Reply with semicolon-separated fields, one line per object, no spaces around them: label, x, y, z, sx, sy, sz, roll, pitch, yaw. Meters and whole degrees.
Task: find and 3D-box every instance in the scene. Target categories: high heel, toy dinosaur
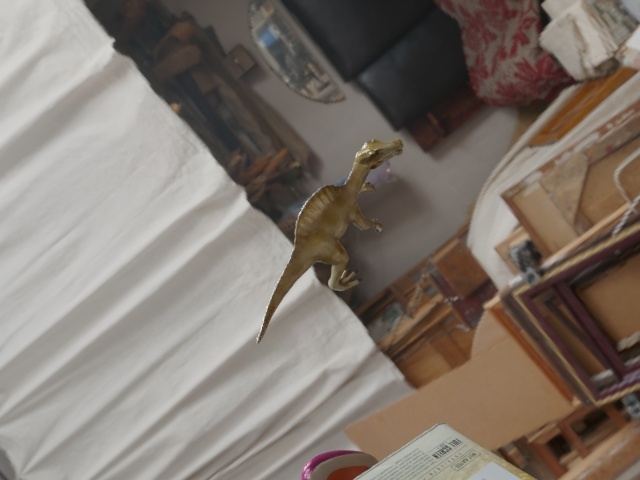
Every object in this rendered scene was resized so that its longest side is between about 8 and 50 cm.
high heel;0.027;0.400;1.154;0.181;0.127;0.377;9;156;37
toy dinosaur;0.000;0.000;0.541;0.053;0.183;0.093;29;168;28

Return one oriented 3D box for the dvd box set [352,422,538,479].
dvd box set;0.139;0.307;0.487;0.420;0.307;0.062;23;126;46
